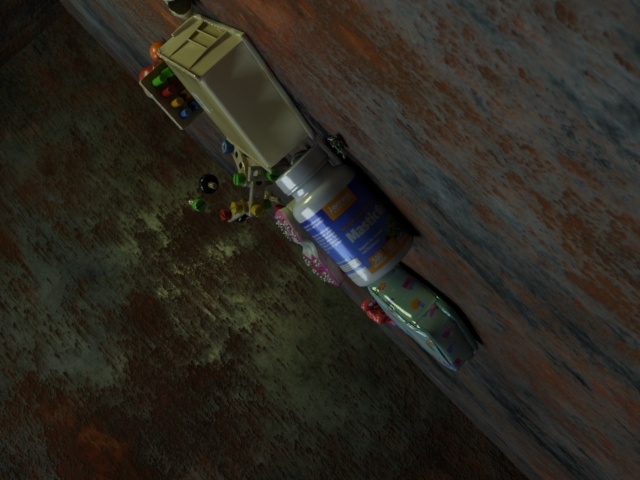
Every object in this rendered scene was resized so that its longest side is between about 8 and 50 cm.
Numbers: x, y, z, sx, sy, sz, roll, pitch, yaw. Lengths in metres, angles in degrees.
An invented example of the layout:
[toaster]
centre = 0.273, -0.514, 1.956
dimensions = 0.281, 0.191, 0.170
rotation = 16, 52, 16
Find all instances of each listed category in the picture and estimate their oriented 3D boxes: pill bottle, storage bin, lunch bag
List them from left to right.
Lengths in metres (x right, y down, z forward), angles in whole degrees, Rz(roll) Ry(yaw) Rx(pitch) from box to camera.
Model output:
[storage bin]
centre = -0.176, -0.300, 1.468
dimensions = 0.262, 0.123, 0.260
rotation = 51, 173, -38
[pill bottle]
centre = 0.043, -0.053, 1.431
dimensions = 0.272, 0.152, 0.152
rotation = 47, 174, -9
[lunch bag]
centre = 0.249, 0.185, 1.772
dimensions = 0.279, 0.108, 0.224
rotation = 41, 174, 48

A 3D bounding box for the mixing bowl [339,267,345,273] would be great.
[mixing bowl]
centre = 0.044, 0.041, 2.271
dimensions = 0.181, 0.098, 0.181
rotation = 46, 173, 7

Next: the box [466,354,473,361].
[box]
centre = 0.353, 0.267, 1.979
dimensions = 0.136, 0.028, 0.081
rotation = 44, 174, 45

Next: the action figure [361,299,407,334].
[action figure]
centre = 0.241, 0.203, 2.110
dimensions = 0.280, 0.139, 0.091
rotation = 24, -177, -31

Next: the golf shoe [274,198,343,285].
[golf shoe]
centre = 0.000, 0.000, 2.095
dimensions = 0.115, 0.140, 0.306
rotation = 18, 148, 55

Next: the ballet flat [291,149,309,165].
[ballet flat]
centre = 0.019, -0.121, 1.635
dimensions = 0.213, 0.072, 0.068
rotation = 48, -159, -11

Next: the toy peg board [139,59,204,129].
[toy peg board]
centre = -0.339, -0.395, 1.838
dimensions = 0.160, 0.161, 0.079
rotation = 49, 159, -20

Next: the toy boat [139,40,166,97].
[toy boat]
centre = -0.452, -0.500, 2.100
dimensions = 0.231, 0.151, 0.151
rotation = -178, 75, -80

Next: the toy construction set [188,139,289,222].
[toy construction set]
centre = -0.159, -0.142, 2.077
dimensions = 0.309, 0.257, 0.237
rotation = 25, 176, -39

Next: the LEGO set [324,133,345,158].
[LEGO set]
centre = 0.031, -0.179, 1.336
dimensions = 0.054, 0.023, 0.083
rotation = 51, -174, -22

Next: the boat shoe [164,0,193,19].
[boat shoe]
centre = -0.276, -0.466, 1.435
dimensions = 0.045, 0.050, 0.135
rotation = 48, -176, -46
